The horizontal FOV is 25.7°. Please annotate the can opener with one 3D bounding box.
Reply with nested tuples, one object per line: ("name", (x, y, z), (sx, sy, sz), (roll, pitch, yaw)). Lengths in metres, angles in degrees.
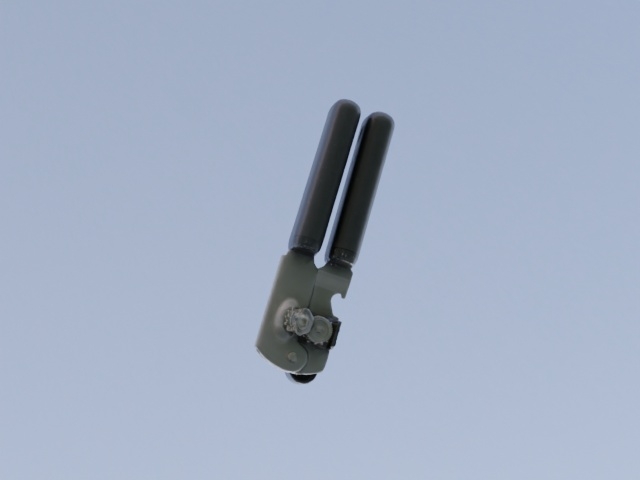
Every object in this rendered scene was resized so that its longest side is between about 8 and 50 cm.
("can opener", (0.000, 0.000, 1.380), (0.074, 0.093, 0.280), (19, -99, -13))
